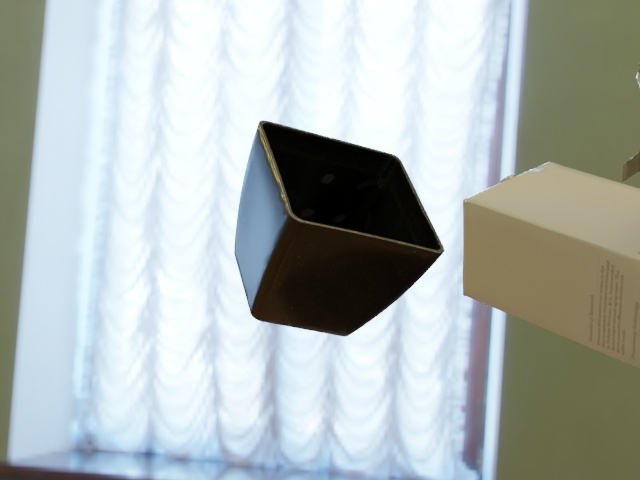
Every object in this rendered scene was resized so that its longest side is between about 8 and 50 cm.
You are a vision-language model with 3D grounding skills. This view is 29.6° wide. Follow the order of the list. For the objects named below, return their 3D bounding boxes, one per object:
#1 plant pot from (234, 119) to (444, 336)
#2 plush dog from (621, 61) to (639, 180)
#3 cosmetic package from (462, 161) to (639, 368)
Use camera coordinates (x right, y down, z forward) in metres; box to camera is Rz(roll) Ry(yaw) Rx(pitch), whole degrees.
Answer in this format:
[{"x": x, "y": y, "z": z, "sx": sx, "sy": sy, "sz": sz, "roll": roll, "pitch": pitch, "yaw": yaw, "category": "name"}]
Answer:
[{"x": 0.000, "y": 0.000, "z": 1.368, "sx": 0.188, "sy": 0.167, "sz": 0.187, "roll": 12, "pitch": 35, "yaw": -25, "category": "plant pot"}, {"x": 0.484, "y": -0.097, "z": 1.329, "sx": 0.262, "sy": 0.210, "sz": 0.225, "roll": 19, "pitch": -6, "yaw": -42, "category": "plush dog"}, {"x": 0.376, "y": 0.030, "z": 1.535, "sx": 0.197, "sy": 0.155, "sz": 0.365, "roll": -22, "pitch": 30, "yaw": -35, "category": "cosmetic package"}]
